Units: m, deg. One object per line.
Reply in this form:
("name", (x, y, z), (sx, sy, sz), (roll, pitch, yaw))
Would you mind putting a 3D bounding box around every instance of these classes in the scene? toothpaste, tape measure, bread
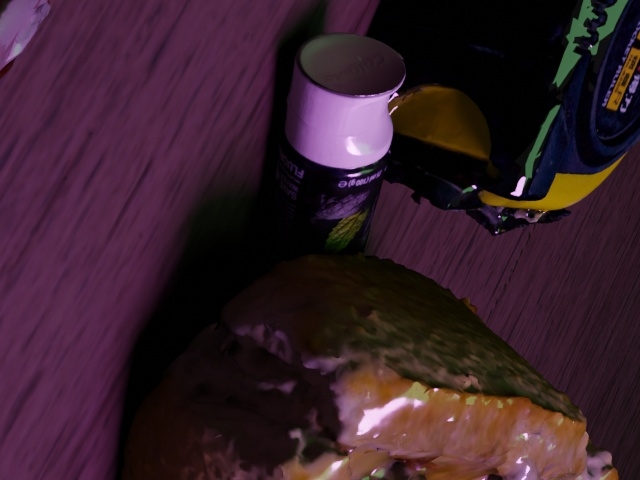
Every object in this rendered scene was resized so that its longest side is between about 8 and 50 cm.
("toothpaste", (0.000, 0.000, 0.811), (0.071, 0.045, 0.193), (-38, 150, -42))
("tape measure", (0.102, -0.101, 0.873), (0.186, 0.112, 0.199), (5, 111, -62))
("bread", (0.016, 0.108, 0.797), (0.186, 0.124, 0.257), (-46, 151, 1))

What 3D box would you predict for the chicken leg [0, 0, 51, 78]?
("chicken leg", (-0.108, -0.042, 0.484), (0.205, 0.053, 0.093), (-55, 171, -24))
